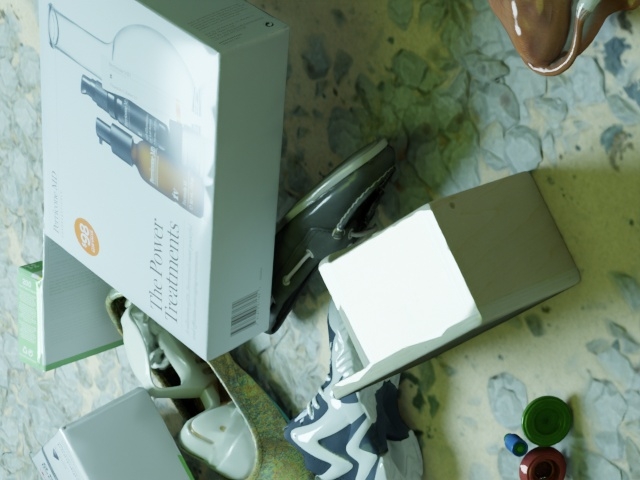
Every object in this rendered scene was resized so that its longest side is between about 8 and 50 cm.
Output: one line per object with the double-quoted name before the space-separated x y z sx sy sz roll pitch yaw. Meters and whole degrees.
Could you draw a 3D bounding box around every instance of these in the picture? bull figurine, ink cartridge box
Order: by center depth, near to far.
"bull figurine" 0.174 -0.302 1.517 0.188 0.101 0.310 -38 75 43
"ink cartridge box" -0.274 0.022 2.025 0.056 0.171 0.235 20 116 40
"ink cartridge box" -0.234 0.301 2.040 0.198 0.115 0.273 61 159 5

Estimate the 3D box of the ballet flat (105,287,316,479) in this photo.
"ballet flat" -0.137 0.179 1.981 0.348 0.123 0.123 56 134 16

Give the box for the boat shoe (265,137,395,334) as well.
"boat shoe" 0.000 0.000 1.800 0.095 0.112 0.335 49 140 -2

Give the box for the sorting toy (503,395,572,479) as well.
"sorting toy" 0.211 0.197 1.689 0.042 0.061 0.102 -139 49 -74

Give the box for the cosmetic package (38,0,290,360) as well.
"cosmetic package" -0.169 -0.103 1.765 0.284 0.097 0.377 36 137 35

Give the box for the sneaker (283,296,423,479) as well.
"sneaker" 0.012 0.165 1.839 0.153 0.094 0.235 -6 109 38

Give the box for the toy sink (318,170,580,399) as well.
"toy sink" 0.103 0.041 1.667 0.234 0.153 0.131 -33 79 47
